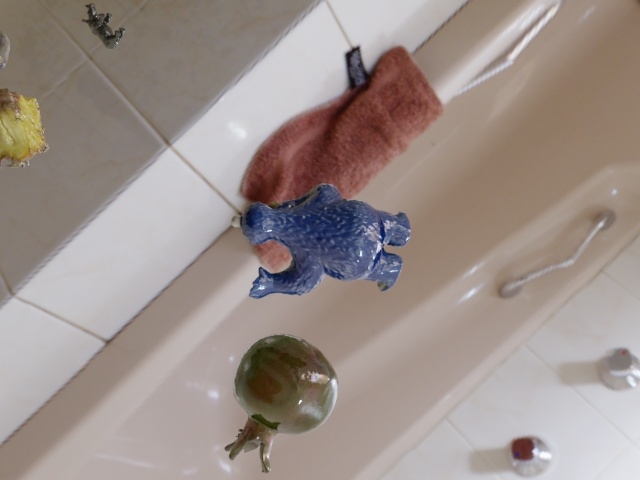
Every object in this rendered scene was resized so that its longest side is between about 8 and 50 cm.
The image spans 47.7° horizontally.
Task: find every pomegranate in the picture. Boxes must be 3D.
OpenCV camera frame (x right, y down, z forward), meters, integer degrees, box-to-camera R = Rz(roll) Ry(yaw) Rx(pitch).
[{"bbox_3d":[-0.073,0.269,1.202,0.224,0.181,0.181,-65,147,-14],"label":"pomegranate"}]

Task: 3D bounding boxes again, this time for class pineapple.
[{"bbox_3d":[-0.436,-0.167,1.012,0.069,0.137,0.116,-17,136,0],"label":"pineapple"}]

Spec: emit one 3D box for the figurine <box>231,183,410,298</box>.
[{"bbox_3d":[0.006,-0.007,1.047,0.262,0.164,0.121,-2,169,-17],"label":"figurine"}]

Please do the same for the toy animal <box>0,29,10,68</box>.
[{"bbox_3d":[-0.708,-0.363,1.162,0.344,0.303,0.194,26,139,-13],"label":"toy animal"}]

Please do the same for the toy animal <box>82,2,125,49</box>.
[{"bbox_3d":[-0.538,-0.528,1.777,0.065,0.136,0.047,-45,173,30],"label":"toy animal"}]
